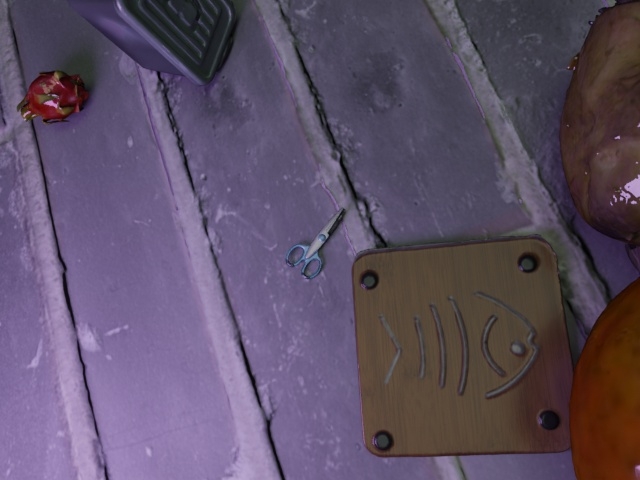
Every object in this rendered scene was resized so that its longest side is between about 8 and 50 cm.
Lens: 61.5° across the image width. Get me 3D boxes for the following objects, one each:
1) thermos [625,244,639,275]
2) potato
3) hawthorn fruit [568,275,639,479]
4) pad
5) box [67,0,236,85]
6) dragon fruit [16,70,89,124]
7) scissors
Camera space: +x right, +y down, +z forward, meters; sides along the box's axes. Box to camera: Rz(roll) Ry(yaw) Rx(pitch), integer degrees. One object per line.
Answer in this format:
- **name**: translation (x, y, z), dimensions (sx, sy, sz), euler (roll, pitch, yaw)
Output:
- **thermos**: translation (0.492, 0.002, 0.668), dimensions (0.193, 0.105, 0.137), euler (-17, 48, 15)
- **potato**: translation (0.396, -0.109, 0.633), dimensions (0.300, 0.288, 0.237), euler (31, 99, 27)
- **hawthorn fruit**: translation (0.465, 0.175, 0.467), dimensions (0.471, 0.472, 0.472), euler (-3, 76, 11)
- **pad**: translation (0.189, 0.141, 0.733), dimensions (0.283, 0.018, 0.287), euler (-6, 77, 10)
- **box**: translation (-0.261, -0.364, 0.842), dimensions (0.135, 0.243, 0.163), euler (12, 80, 27)
- **dragon fruit**: translation (-0.465, -0.246, 0.930), dimensions (0.116, 0.081, 0.086), euler (-14, 85, 7)
- **scissors**: translation (0.000, 0.000, 0.806), dimensions (0.058, 0.014, 0.119), euler (39, 90, 13)
